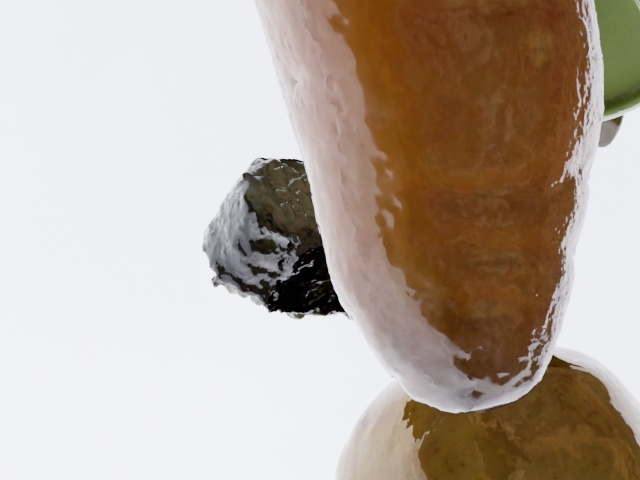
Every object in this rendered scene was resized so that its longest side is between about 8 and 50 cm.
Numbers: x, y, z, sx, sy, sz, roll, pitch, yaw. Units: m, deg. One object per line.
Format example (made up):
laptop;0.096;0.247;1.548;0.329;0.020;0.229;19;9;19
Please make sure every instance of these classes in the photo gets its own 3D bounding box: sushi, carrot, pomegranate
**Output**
sushi;0.000;0.000;1.059;0.150;0.078;0.090;3;-139;-35
carrot;0.051;-0.039;0.718;0.159;0.159;0.225;-1;-100;-21
pomegranate;0.117;0.166;1.049;0.233;0.233;0.233;8;-116;-17

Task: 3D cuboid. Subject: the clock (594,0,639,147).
clock;0.179;-0.218;1.274;0.348;0.286;0.117;47;-156;-23
